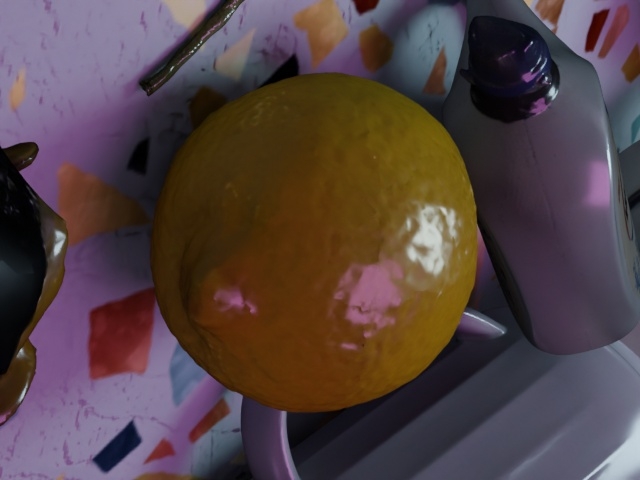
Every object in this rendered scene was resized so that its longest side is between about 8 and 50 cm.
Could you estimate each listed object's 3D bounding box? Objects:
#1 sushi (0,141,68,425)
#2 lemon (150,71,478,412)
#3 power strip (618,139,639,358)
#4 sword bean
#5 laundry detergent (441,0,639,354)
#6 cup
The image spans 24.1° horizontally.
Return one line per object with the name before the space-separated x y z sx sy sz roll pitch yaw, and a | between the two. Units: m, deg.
sushi | -0.197 0.024 0.601 0.200 0.213 0.204 -38 135 10
lemon | 0.000 0.000 0.844 0.244 0.187 0.187 -31 140 -52
power strip | 0.356 0.065 1.261 0.357 0.161 0.357 -3 130 -4
sword bean | -0.068 -0.109 0.818 0.083 0.012 0.012 -48 147 -18
laundry detergent | 0.138 -0.067 0.985 0.105 0.215 0.280 -16 145 11
cup | 0.085 0.173 1.096 0.327 0.237 0.323 -32 109 -34
